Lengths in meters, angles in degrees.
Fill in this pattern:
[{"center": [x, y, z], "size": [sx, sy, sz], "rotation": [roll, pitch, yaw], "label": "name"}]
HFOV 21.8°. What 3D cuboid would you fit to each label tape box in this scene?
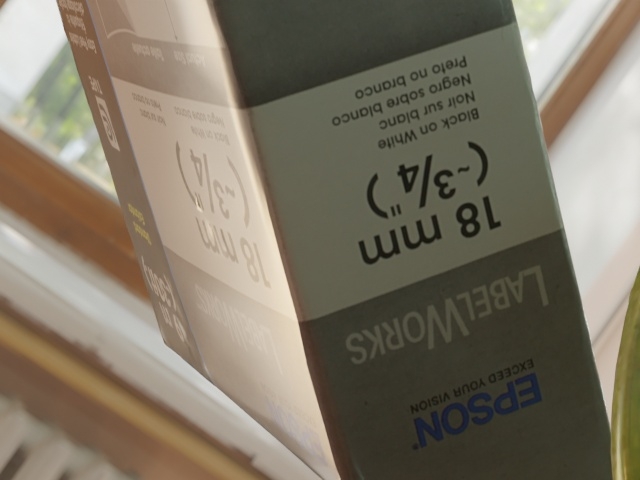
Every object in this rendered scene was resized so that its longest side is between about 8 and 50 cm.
[{"center": [0.000, 0.000, 0.645], "size": [0.240, 0.106, 0.333], "rotation": [25, -47, 67], "label": "label tape box"}]

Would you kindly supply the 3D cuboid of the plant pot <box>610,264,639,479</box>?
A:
[{"center": [0.225, 0.033, 0.326], "size": [0.276, 0.276, 0.254], "rotation": [35, -15, 2], "label": "plant pot"}]
